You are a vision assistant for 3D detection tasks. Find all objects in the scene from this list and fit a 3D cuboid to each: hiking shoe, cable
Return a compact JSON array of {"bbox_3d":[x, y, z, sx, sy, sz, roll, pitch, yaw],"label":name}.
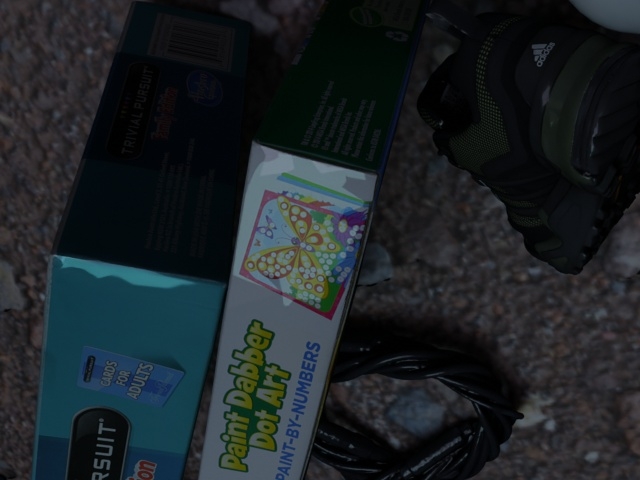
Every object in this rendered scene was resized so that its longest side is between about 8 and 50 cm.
[{"bbox_3d":[0.111,-0.056,0.495,0.114,0.086,0.227,35,171,19],"label":"hiking shoe"},{"bbox_3d":[0.056,0.131,0.700,0.184,0.047,0.151,2,122,20],"label":"cable"}]

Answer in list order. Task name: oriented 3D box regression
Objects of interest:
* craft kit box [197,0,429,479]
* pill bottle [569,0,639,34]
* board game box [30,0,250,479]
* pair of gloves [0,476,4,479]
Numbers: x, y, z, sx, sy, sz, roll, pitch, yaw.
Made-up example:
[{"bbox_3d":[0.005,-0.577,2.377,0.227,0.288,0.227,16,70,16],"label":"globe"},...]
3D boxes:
[{"bbox_3d":[0.000,0.000,0.510,0.061,0.250,0.247,13,125,5],"label":"craft kit box"},{"bbox_3d":[0.198,-0.175,0.343,0.363,0.210,0.210,7,123,18],"label":"pill bottle"},{"bbox_3d":[-0.116,0.064,0.590,0.079,0.254,0.336,10,126,-9],"label":"board game box"},{"bbox_3d":[-0.320,0.313,0.985,0.198,0.023,0.159,38,129,-4],"label":"pair of gloves"}]
